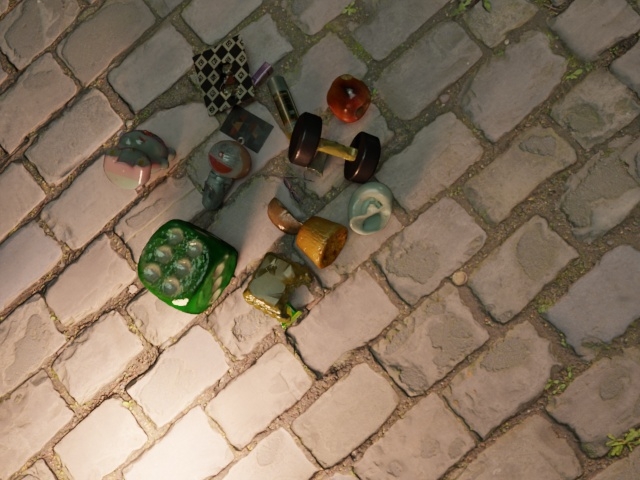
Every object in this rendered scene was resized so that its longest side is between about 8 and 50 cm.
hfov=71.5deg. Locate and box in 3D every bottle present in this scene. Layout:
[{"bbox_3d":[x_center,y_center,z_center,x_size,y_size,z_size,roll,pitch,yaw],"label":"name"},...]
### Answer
[{"bbox_3d":[-0.144,-0.558,1.893,0.082,0.082,0.286,-22,84,5],"label":"bottle"}]

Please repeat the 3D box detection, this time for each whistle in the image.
[{"bbox_3d":[-0.414,-0.282,1.872,0.189,0.189,0.348,32,101,9],"label":"whistle"}]

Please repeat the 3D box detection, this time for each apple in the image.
[{"bbox_3d":[0.112,-0.586,1.821,0.199,0.199,0.199,-1,85,7],"label":"apple"}]

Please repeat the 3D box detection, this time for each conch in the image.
[{"bbox_3d":[0.202,-0.130,1.795,0.185,0.121,0.221,40,98,5],"label":"conch"}]

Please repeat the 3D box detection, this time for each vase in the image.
[{"bbox_3d":[0.003,-0.350,1.863,0.081,0.081,0.149,25,87,9],"label":"vase"}]

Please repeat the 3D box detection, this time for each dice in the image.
[{"bbox_3d":[-0.522,0.099,1.782,0.287,0.300,0.297,33,90,11],"label":"dice"}]

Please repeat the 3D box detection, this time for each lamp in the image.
[{"bbox_3d":[-0.766,-0.327,1.870,0.247,0.301,0.247,16,127,-8],"label":"lamp"}]

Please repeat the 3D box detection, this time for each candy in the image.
[{"bbox_3d":[-0.173,0.274,1.855,0.102,0.032,0.178,-44,81,2],"label":"candy"}]

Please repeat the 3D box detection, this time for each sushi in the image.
[{"bbox_3d":[-0.413,-0.719,1.959,0.263,0.050,0.290,-17,86,20],"label":"sushi"}]

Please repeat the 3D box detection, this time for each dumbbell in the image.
[{"bbox_3d":[0.052,-0.356,1.735,0.322,0.203,0.204,14,87,-18],"label":"dumbbell"}]

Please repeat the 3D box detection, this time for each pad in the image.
[{"bbox_3d":[-0.325,-0.491,1.951,0.211,0.003,0.143,31,90,9],"label":"pad"}]

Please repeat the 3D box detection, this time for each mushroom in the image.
[{"bbox_3d":[-0.150,-0.089,1.863,0.094,0.072,0.210,-44,82,11],"label":"mushroom"}]

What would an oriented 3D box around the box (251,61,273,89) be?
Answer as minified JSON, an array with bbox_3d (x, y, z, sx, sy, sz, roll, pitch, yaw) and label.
[{"bbox_3d":[-0.258,-0.718,1.937,0.036,0.050,0.117,41,90,10],"label":"box"}]

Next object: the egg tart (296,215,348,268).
[{"bbox_3d":[0.000,0.000,1.788,0.147,0.202,0.203,30,90,23],"label":"egg tart"}]

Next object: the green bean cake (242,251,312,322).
[{"bbox_3d":[-0.170,0.186,1.791,0.232,0.124,0.236,27,75,6],"label":"green bean cake"}]

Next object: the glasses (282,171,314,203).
[{"bbox_3d":[-0.087,-0.238,1.889,0.103,0.062,0.140,-34,82,-19],"label":"glasses"}]
